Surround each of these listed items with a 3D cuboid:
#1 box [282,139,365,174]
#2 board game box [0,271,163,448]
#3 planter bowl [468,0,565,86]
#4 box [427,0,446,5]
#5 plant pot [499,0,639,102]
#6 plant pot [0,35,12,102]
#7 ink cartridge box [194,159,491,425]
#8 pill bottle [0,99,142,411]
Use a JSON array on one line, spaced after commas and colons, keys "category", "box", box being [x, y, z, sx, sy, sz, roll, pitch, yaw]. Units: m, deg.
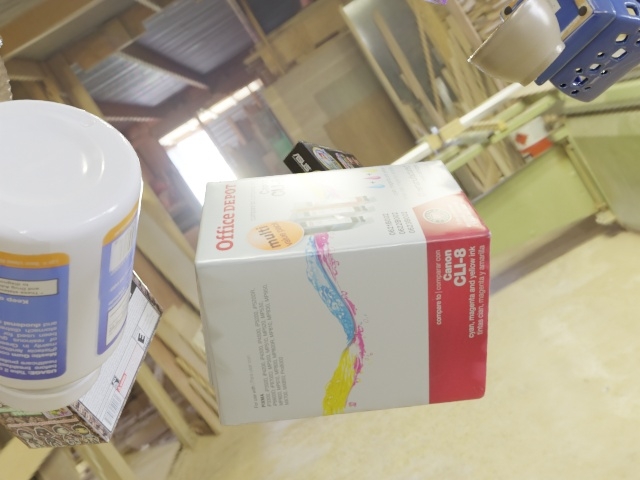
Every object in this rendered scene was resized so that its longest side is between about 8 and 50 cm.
[{"category": "box", "box": [0.075, -0.077, 1.403, 0.060, 0.270, 0.216, -48, -23, 20]}, {"category": "board game box", "box": [-0.369, 0.094, 0.927, 0.141, 0.291, 0.232, -11, 39, 21]}, {"category": "planter bowl", "box": [0.355, -0.340, 1.234, 0.162, 0.109, 0.162, -48, 2, 2]}, {"category": "box", "box": [0.140, -0.508, 1.041, 0.293, 0.057, 0.200, 18, -80, -51]}, {"category": "plant pot", "box": [0.515, -0.442, 1.421, 0.212, 0.235, 0.236, -1, -29, -34]}, {"category": "plant pot", "box": [-0.356, -0.087, 0.631, 0.237, 0.109, 0.237, -33, 25, 17]}, {"category": "ink cartridge box", "box": [0.011, 0.031, 0.482, 0.176, 0.127, 0.128, -6, 28, -3]}, {"category": "pill bottle", "box": [-0.240, 0.031, 0.602, 0.152, 0.152, 0.272, -40, -19, -42]}]
